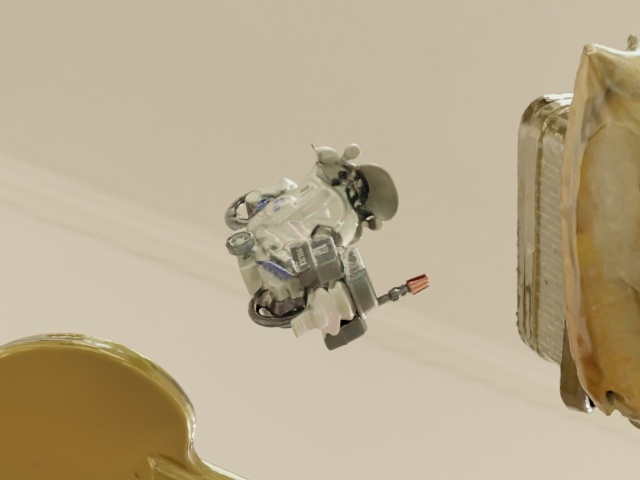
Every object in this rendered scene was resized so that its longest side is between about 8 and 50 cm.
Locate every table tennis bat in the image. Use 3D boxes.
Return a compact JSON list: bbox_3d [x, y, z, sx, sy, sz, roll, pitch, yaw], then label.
[{"bbox_3d":[-0.165,0.184,1.584,0.321,0.050,0.198,28,-55,-21],"label":"table tennis bat"}]

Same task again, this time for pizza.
[{"bbox_3d":[0.231,0.022,0.726,0.297,0.189,0.071,14,22,22],"label":"pizza"}]

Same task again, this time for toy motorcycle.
[{"bbox_3d":[0.000,0.000,1.520,0.150,0.221,0.102,-18,-57,0],"label":"toy motorcycle"}]

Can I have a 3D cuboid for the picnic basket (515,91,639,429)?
[{"bbox_3d":[0.244,-0.001,1.020,0.267,0.165,0.139,-8,20,-19],"label":"picnic basket"}]
